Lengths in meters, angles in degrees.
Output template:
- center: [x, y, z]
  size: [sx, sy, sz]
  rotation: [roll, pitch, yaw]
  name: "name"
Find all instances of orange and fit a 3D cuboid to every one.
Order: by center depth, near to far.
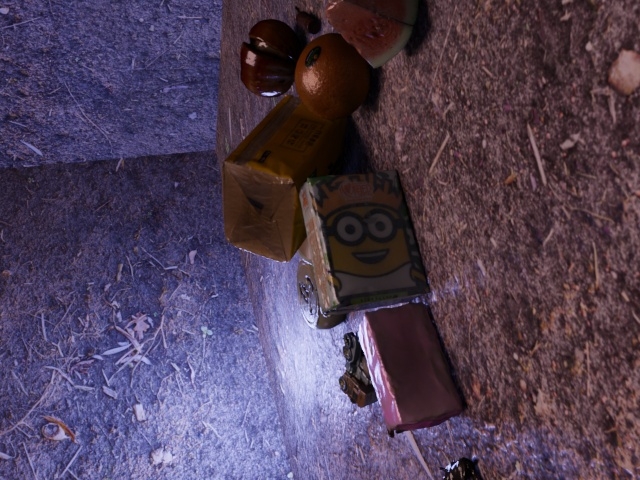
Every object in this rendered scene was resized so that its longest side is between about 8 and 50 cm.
- center: [0.030, -0.402, 1.531]
  size: [0.206, 0.205, 0.206]
  rotation: [172, 90, -73]
  name: "orange"

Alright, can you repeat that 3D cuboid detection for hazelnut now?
- center: [-0.158, -0.594, 2.066]
  size: [0.252, 0.217, 0.217]
  rotation: [-65, 30, 23]
  name: "hazelnut"

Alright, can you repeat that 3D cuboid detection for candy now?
- center: [0.189, 0.275, 1.364]
  size: [0.116, 0.155, 0.265]
  rotation: [101, 156, -58]
  name: "candy"

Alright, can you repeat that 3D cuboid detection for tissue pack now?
- center: [0.091, 0.003, 1.435]
  size: [0.128, 0.227, 0.311]
  rotation: [129, 132, -67]
  name: "tissue pack"
- center: [-0.089, -0.177, 1.698]
  size: [0.382, 0.228, 0.293]
  rotation: [-57, -19, -45]
  name: "tissue pack"

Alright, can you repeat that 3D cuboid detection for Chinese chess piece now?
- center: [0.001, 0.165, 2.040]
  size: [0.250, 0.101, 0.251]
  rotation: [172, 90, -72]
  name: "Chinese chess piece"

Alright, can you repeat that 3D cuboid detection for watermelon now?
- center: [0.097, -0.515, 1.239]
  size: [0.148, 0.226, 0.319]
  rotation: [-10, 100, 47]
  name: "watermelon"

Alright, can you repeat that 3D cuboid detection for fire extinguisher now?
- center: [-0.040, -0.660, 1.906]
  size: [0.157, 0.045, 0.078]
  rotation: [57, 172, 53]
  name: "fire extinguisher"

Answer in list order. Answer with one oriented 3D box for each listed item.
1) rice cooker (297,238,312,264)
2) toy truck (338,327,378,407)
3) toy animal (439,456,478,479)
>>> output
- center: [0.000, 0.000, 1.897]
  size: [0.206, 0.145, 0.127]
  rotation: [-114, 35, -52]
  name: "rice cooker"
- center: [0.133, 0.335, 1.674]
  size: [0.140, 0.107, 0.257]
  rotation: [43, 137, 44]
  name: "toy truck"
- center: [0.289, 0.498, 1.322]
  size: [0.136, 0.047, 0.065]
  rotation: [109, 154, -59]
  name: "toy animal"
